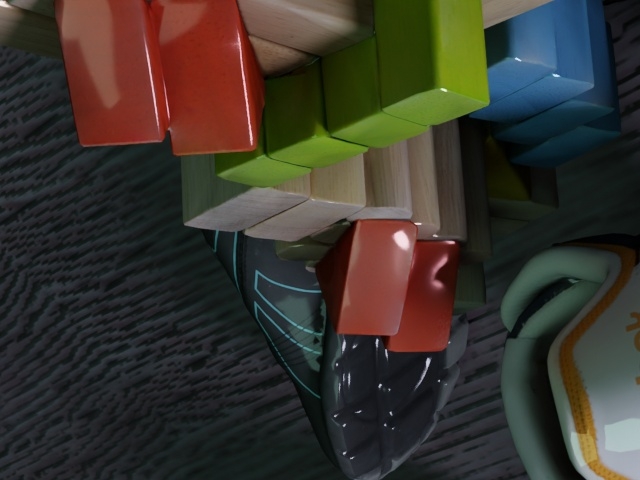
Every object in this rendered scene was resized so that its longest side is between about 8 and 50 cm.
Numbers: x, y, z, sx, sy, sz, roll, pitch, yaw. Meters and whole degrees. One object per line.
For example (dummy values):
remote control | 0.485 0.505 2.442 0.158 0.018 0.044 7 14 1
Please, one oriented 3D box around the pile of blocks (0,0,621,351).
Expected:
pile of blocks | 0.028 -0.033 0.508 0.149 0.113 0.362 -9 164 20

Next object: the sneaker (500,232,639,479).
sneaker | 0.130 0.054 0.638 0.127 0.126 0.321 -14 167 2

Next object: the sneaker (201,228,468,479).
sneaker | 0.000 0.000 0.816 0.106 0.101 0.267 23 136 40

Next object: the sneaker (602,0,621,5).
sneaker | 0.092 -0.146 0.601 0.300 0.111 0.121 -18 99 33
